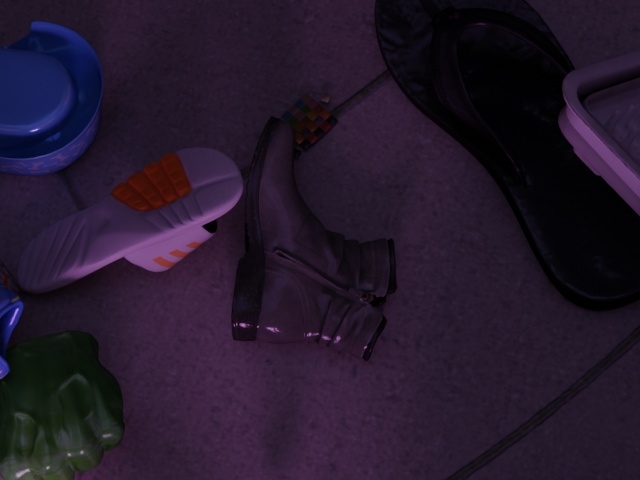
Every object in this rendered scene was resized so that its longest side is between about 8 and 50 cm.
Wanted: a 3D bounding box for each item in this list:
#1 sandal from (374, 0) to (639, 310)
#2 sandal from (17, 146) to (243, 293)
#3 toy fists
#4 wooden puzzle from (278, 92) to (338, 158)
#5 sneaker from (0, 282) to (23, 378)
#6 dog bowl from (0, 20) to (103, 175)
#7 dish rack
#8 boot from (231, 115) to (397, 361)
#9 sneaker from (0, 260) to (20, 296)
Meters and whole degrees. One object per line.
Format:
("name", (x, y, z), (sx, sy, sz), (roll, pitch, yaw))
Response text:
("sandal", (0.212, -0.135, 1.681), (0.167, 0.107, 0.446), (-31, 68, -9))
("sandal", (-0.187, -0.009, 1.683), (0.265, 0.076, 0.102), (-24, 50, 16))
("toy fists", (-0.325, 0.194, 1.588), (0.279, 0.096, 0.142), (-14, 53, -1))
("wooden puzzle", (-0.016, -0.126, 1.750), (0.083, 0.006, 0.049), (-43, 70, -14))
("sneaker", (-0.373, 0.116, 1.539), (0.126, 0.091, 0.240), (28, 70, 19))
("dog bowl", (-0.372, -0.152, 1.755), (0.297, 0.074, 0.166), (7, 67, 7))
("dish rack", (0.398, -0.051, 1.597), (0.285, 0.072, 0.333), (-20, 61, -41))
("boot", (0.000, 0.000, 1.664), (0.161, 0.083, 0.247), (6, 72, 0))
("sneaker", (-0.383, 0.017, 1.681), (0.083, 0.084, 0.215), (-38, 60, -9))
